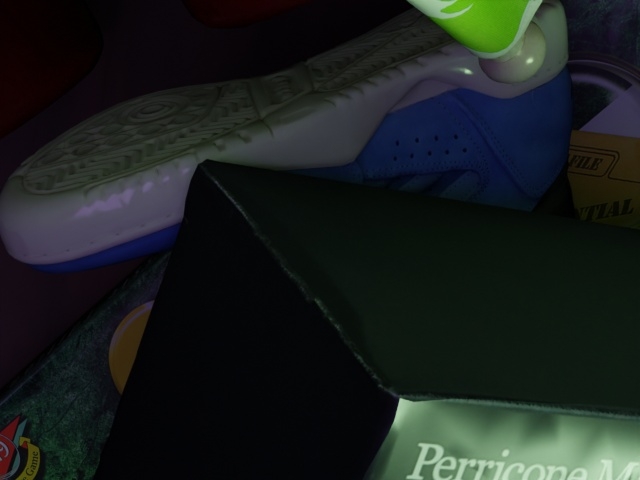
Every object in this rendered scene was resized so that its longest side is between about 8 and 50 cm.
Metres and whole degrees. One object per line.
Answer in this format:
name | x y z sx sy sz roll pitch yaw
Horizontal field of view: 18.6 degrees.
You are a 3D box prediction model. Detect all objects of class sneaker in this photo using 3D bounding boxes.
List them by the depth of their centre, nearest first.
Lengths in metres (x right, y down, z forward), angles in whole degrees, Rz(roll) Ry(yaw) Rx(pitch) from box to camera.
sneaker | 0.001 0.000 0.464 0.152 0.058 0.085 -24 115 -31

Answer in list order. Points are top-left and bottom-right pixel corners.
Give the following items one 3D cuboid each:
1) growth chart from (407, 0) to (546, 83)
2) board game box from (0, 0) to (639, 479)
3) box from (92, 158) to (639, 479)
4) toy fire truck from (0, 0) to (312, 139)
growth chart | 0.099 -0.108 0.338 0.237 0.172 0.021 -34 75 18
board game box | 0.015 0.037 0.549 0.259 0.030 0.136 -41 98 17
box | 0.074 0.098 0.462 0.261 0.103 0.184 8 111 -30
toy fire truck | -0.091 -0.092 0.396 0.302 0.254 0.169 -25 104 14
